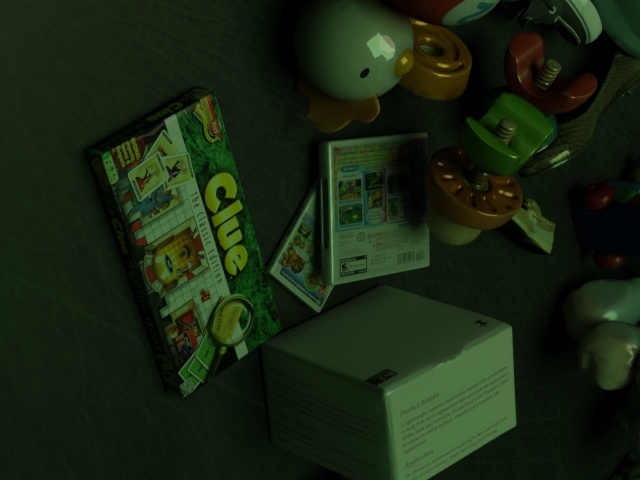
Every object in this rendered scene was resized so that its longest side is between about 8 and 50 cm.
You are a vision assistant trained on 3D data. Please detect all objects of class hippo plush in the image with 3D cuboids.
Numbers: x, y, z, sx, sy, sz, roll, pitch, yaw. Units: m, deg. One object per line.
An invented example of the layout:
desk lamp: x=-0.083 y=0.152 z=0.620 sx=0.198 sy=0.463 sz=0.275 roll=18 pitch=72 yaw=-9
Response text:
hippo plush: x=0.405 y=0.160 z=1.904 sx=0.294 sy=0.234 sz=0.236 roll=-88 pitch=179 yaw=-52

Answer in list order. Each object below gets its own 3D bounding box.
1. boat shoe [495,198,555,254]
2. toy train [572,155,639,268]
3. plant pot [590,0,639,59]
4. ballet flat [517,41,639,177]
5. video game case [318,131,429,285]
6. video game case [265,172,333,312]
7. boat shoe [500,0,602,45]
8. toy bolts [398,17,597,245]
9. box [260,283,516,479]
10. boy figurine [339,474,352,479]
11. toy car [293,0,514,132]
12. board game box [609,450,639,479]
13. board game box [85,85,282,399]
boat shoe: x=0.224 y=-0.026 z=1.751 sx=0.135 sy=0.050 sz=0.045 roll=35 pitch=72 yaw=-54
toy train: x=0.432 y=-0.032 z=1.813 sx=0.143 sy=0.248 sz=0.105 roll=-42 pitch=126 yaw=-35
plant pot: x=0.441 y=-0.354 z=1.733 sx=0.293 sy=0.196 sz=0.293 roll=1 pitch=88 yaw=-45
ballet flat: x=0.293 y=-0.154 z=1.765 sx=0.250 sy=0.084 sz=0.058 roll=-42 pitch=115 yaw=-32
video game case: x=0.057 y=-0.035 z=1.586 sx=0.157 sy=0.019 sz=0.143 roll=-9 pitch=101 yaw=-47
video game case: x=0.000 y=0.000 z=1.561 sx=0.087 sy=0.011 sz=0.122 roll=42 pitch=71 yaw=-43
boat shoe: x=0.221 y=-0.269 z=1.667 sx=0.076 sy=0.080 sz=0.228 roll=-49 pitch=135 yaw=-1
toy bolts: x=0.152 y=-0.119 z=1.615 sx=0.228 sy=0.218 sz=0.158 roll=-30 pitch=156 yaw=-46
box: x=0.068 y=0.143 z=1.544 sx=0.181 sy=0.182 sz=0.119 roll=-23 pitch=118 yaw=-38
boy figurine: x=0.035 y=0.319 z=1.624 sx=0.177 sy=0.092 sz=0.285 roll=29 pitch=83 yaw=-42
toy car: x=0.059 y=-0.205 z=1.449 sx=0.219 sy=0.210 sz=0.238 roll=-4 pitch=116 yaw=-56
board game box: x=0.413 y=0.461 z=2.061 sx=0.213 sy=0.046 sz=0.317 roll=-47 pitch=129 yaw=-25
board game box: x=-0.120 y=0.004 z=1.433 sx=0.136 sy=0.030 sz=0.259 roll=-37 pitch=124 yaw=-35
